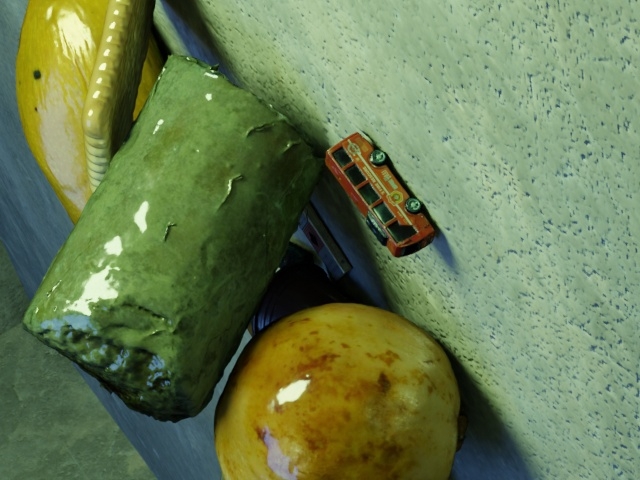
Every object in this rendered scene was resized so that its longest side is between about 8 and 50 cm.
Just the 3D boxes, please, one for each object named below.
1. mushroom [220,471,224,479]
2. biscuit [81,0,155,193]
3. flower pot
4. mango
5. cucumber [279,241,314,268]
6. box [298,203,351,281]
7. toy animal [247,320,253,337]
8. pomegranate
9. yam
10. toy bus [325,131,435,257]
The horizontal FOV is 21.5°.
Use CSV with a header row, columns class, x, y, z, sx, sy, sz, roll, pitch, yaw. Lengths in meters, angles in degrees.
class,x,y,z,sx,sy,sz,roll,pitch,yaw
mushroom,-0.034,0.234,1.716,0.128,0.128,0.350,64,-156,-17
biscuit,-0.190,-0.177,1.602,0.160,0.030,0.250,97,-179,-64
flower pot,0.001,0.084,1.673,0.089,0.111,0.111,20,141,43
mango,-0.234,-0.120,1.835,0.187,0.144,0.359,0,110,29
cucumber,-0.037,0.014,1.767,0.133,0.032,0.032,27,145,60
box,0.000,0.000,1.656,0.083,0.012,0.046,56,166,5
toy animal,-0.054,0.129,1.966,0.230,0.066,0.224,65,161,4
pomegranate,0.022,0.165,1.520,0.248,0.248,0.248,52,163,23
yam,-0.127,0.003,1.524,0.195,0.300,0.195,26,170,5
toy bus,0.048,-0.036,1.378,0.110,0.043,0.031,54,164,17
